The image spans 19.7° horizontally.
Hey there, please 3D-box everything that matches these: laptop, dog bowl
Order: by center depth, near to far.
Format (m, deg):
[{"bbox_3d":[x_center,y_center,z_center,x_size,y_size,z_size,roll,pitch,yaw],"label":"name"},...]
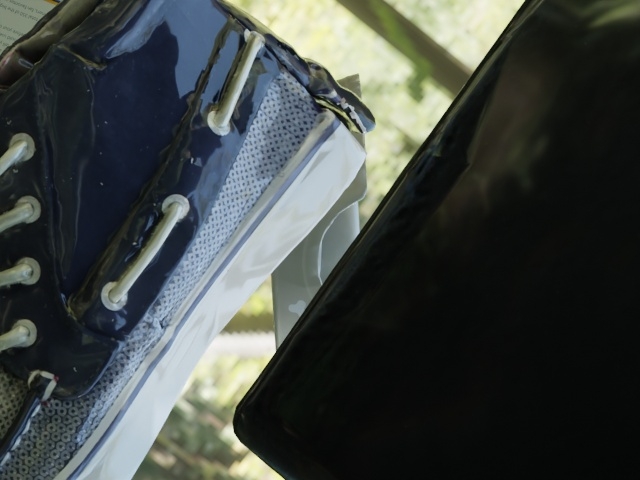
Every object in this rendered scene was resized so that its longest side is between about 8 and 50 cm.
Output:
[{"bbox_3d":[0.264,0.007,0.597,0.408,0.382,0.236,-34,155,-46],"label":"laptop"},{"bbox_3d":[0.000,0.000,1.944,0.349,0.102,0.348,177,-90,-90],"label":"dog bowl"}]

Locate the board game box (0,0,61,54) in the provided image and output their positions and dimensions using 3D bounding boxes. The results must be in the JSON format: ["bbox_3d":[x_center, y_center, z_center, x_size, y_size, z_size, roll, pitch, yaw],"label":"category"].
[{"bbox_3d":[-0.220,-0.143,1.305,0.045,0.147,0.193,15,97,-87],"label":"board game box"}]

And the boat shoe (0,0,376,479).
[{"bbox_3d":[-0.132,0.015,0.860,0.340,0.158,0.127,-54,-153,-17],"label":"boat shoe"}]
